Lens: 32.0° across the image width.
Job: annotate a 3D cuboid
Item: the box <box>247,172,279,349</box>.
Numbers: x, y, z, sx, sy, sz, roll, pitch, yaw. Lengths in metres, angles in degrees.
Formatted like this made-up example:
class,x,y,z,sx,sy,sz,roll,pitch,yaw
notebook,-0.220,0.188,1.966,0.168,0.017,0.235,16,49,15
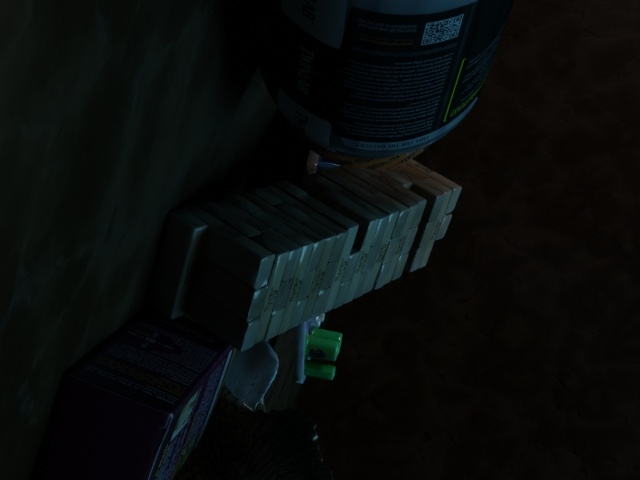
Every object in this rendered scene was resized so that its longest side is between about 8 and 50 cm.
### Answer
class,x,y,z,sx,sy,sz,roll,pitch,yaw
box,-0.069,0.046,1.280,0.270,0.060,0.216,43,69,-84

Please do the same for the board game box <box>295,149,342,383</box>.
class,x,y,z,sx,sy,sz,roll,pitch,yaw
board game box,0.037,-0.082,1.360,0.390,0.050,0.390,93,9,-50

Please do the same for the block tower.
class,x,y,z,sx,sy,sz,roll,pitch,yaw
block tower,0.000,0.000,1.003,0.335,0.097,0.091,-19,133,-51

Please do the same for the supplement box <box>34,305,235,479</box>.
class,x,y,z,sx,sy,sz,roll,pitch,yaw
supplement box,-0.136,0.130,0.854,0.188,0.080,0.104,-49,160,-75

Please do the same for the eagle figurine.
class,x,y,z,sx,sy,sz,roll,pitch,yaw
eagle figurine,-0.082,0.236,0.980,0.226,0.225,0.298,-55,-175,18

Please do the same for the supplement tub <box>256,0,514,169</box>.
class,x,y,z,sx,sy,sz,roll,pitch,yaw
supplement tub,0.047,-0.189,0.841,0.316,0.193,0.194,97,15,-66
